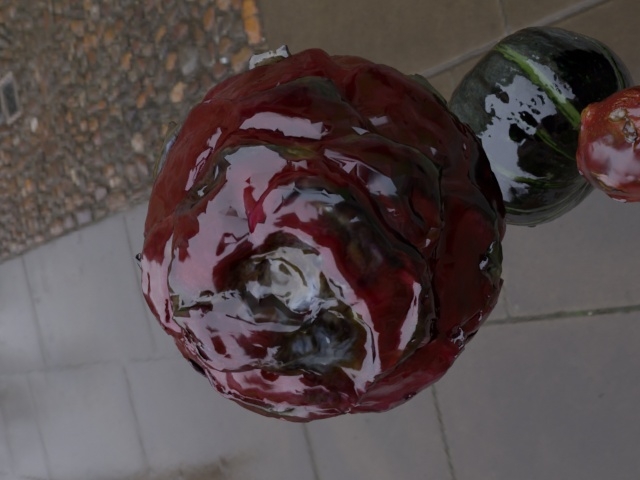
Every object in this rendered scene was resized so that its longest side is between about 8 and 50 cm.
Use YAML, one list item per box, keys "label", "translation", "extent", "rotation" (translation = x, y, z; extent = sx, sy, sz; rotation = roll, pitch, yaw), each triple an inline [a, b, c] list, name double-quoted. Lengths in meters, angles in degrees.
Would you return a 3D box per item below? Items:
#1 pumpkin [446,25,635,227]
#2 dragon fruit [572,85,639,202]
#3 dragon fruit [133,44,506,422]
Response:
- label: "pumpkin"
  translation: [0.337, -0.172, 1.323]
  extent: [0.241, 0.323, 0.323]
  rotation: [48, 133, 30]
- label: "dragon fruit"
  translation: [0.366, -0.119, 0.925]
  extent: [0.246, 0.125, 0.126]
  rotation: [153, 120, -68]
- label: "dragon fruit"
  translation: [0.002, -0.002, 0.718]
  extent: [0.329, 0.329, 0.329]
  rotation: [18, 115, 47]
